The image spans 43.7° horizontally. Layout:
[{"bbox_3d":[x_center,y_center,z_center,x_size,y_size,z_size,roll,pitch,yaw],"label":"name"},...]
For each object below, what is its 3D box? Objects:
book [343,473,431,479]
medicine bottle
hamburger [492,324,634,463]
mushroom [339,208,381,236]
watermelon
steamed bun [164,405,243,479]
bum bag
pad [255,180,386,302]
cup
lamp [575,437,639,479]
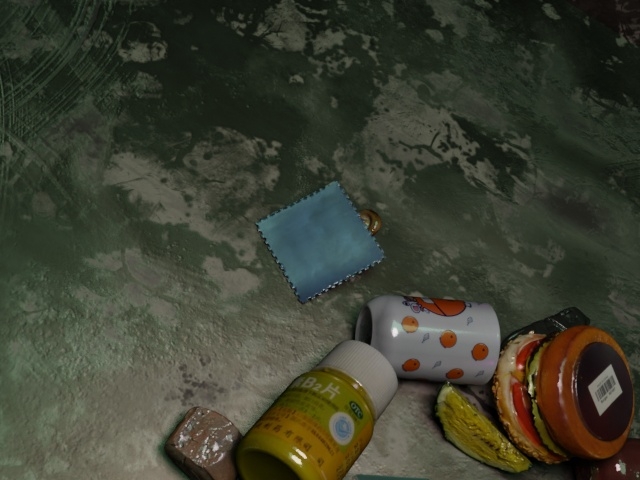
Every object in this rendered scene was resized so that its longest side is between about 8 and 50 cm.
[{"bbox_3d":[0.083,0.658,1.795,0.379,0.031,0.264,7,59,-15],"label":"book"},{"bbox_3d":[0.005,0.407,1.784,0.224,0.224,0.384,41,47,7],"label":"medicine bottle"},{"bbox_3d":[0.586,0.377,1.945,0.330,0.250,0.330,9,75,-35],"label":"hamburger"},{"bbox_3d":[0.103,-0.048,2.185,0.129,0.073,0.088,8,71,4],"label":"mushroom"},{"bbox_3d":[0.383,0.452,1.953,0.301,0.129,0.123,45,60,-8],"label":"watermelon"},{"bbox_3d":[-0.245,0.454,1.759,0.175,0.106,0.145,35,57,6],"label":"steamed bun"},{"bbox_3d":[0.630,0.278,2.169,0.326,0.080,0.142,-18,65,-24],"label":"bum bag"},{"bbox_3d":[0.000,0.000,2.116,0.269,0.012,0.270,-26,72,-12],"label":"pad"},{"bbox_3d":[0.257,0.247,1.985,0.317,0.212,0.212,6,60,-14],"label":"cup"},{"bbox_3d":[0.760,0.583,1.990,0.258,0.180,0.180,8,59,-16],"label":"lamp"}]
